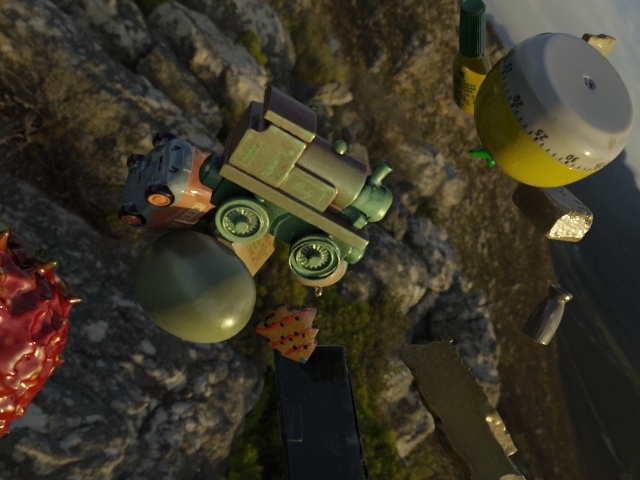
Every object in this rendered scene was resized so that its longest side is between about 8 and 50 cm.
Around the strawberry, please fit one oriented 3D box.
[{"bbox_3d":[-0.407,0.130,0.568,0.292,0.292,0.344,38,55,-33],"label":"strawberry"}]

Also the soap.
[{"bbox_3d":[0.346,0.421,1.491,0.339,0.169,0.304,60,-2,-8],"label":"soap"}]

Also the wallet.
[{"bbox_3d":[-0.002,0.361,1.190,0.168,0.044,0.317,3,59,-21],"label":"wallet"}]

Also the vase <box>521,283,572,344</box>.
[{"bbox_3d":[0.410,0.132,1.076,0.053,0.101,0.053,25,12,-6],"label":"vase"}]

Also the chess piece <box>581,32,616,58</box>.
[{"bbox_3d":[0.638,-0.409,1.467,0.090,0.201,0.090,15,31,-9],"label":"chess piece"}]

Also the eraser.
[{"bbox_3d":[-0.209,-0.002,1.703,0.078,0.144,0.343,33,-15,12],"label":"eraser"}]

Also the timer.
[{"bbox_3d":[0.383,-0.207,1.088,0.285,0.285,0.285,41,28,-27],"label":"timer"}]

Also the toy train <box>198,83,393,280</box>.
[{"bbox_3d":[-0.027,-0.080,0.936,0.304,0.221,0.150,28,29,-21],"label":"toy train"}]

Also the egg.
[{"bbox_3d":[-0.316,0.112,1.489,0.352,0.259,0.258,31,8,36],"label":"egg"}]

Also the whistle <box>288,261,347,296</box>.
[{"bbox_3d":[0.000,0.000,1.853,0.189,0.189,0.348,13,73,-55],"label":"whistle"}]

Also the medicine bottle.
[{"bbox_3d":[0.304,-0.363,1.201,0.095,0.064,0.261,44,-13,32],"label":"medicine bottle"}]

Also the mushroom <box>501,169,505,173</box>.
[{"bbox_3d":[0.659,-0.264,1.709,0.208,0.233,0.302,41,37,-17],"label":"mushroom"}]

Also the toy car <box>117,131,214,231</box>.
[{"bbox_3d":[-0.364,-0.124,1.491,0.212,0.270,0.181,25,52,-39],"label":"toy car"}]

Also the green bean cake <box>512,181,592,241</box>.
[{"bbox_3d":[0.543,-0.079,1.409,0.109,0.085,0.179,10,31,-21],"label":"green bean cake"}]

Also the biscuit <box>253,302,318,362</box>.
[{"bbox_3d":[-0.049,0.169,1.070,0.019,0.119,0.130,-86,153,-63],"label":"biscuit"}]
